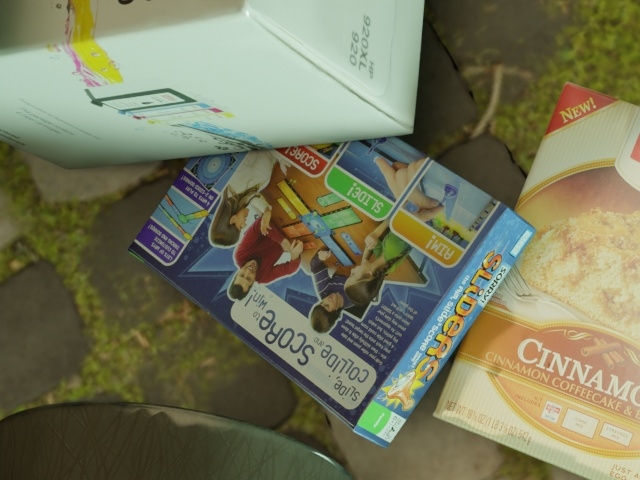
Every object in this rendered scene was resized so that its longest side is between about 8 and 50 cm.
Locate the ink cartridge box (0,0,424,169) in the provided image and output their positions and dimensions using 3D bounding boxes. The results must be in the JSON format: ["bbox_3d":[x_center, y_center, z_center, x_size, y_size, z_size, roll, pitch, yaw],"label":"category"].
[{"bbox_3d":[-0.081,-0.148,0.983,0.232,0.168,0.171,-5,72,31],"label":"ink cartridge box"}]

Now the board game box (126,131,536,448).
[{"bbox_3d":[0.000,0.000,1.002,0.201,0.035,0.136,36,92,40],"label":"board game box"}]

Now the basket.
[{"bbox_3d":[-0.098,0.214,0.928,0.204,0.154,0.227,-1,57,20],"label":"basket"}]

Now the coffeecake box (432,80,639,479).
[{"bbox_3d":[0.161,0.032,0.971,0.142,0.068,0.186,21,86,19],"label":"coffeecake box"}]
